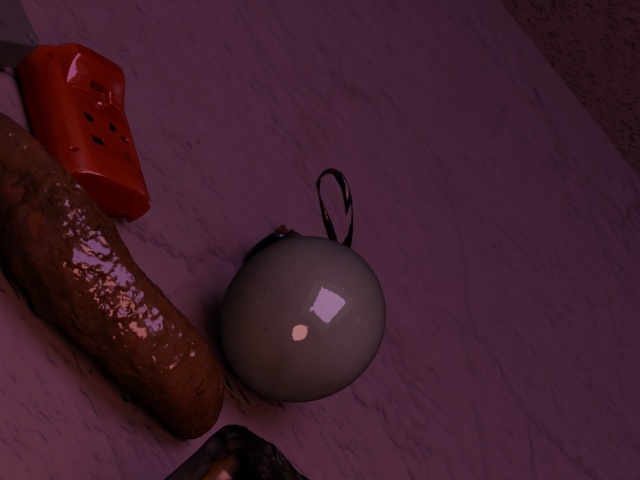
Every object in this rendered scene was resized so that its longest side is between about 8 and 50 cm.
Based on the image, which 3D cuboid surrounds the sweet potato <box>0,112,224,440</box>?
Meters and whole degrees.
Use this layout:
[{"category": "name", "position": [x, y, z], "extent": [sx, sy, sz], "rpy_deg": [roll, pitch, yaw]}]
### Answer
[{"category": "sweet potato", "position": [-0.191, 0.028, 1.365], "extent": [0.341, 0.092, 0.114], "rpy_deg": [53, -3, -9]}]

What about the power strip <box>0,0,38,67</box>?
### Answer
[{"category": "power strip", "position": [-0.312, -0.257, 1.544], "extent": [0.145, 0.061, 0.215], "rpy_deg": [3, 57, -62]}]

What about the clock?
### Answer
[{"category": "clock", "position": [-0.207, -0.099, 1.543], "extent": [0.113, 0.061, 0.155], "rpy_deg": [27, 38, -51]}]

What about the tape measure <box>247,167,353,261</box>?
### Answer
[{"category": "tape measure", "position": [0.004, 0.002, 1.701], "extent": [0.104, 0.180, 0.107], "rpy_deg": [33, 28, -11]}]

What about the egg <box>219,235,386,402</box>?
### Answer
[{"category": "egg", "position": [-0.017, 0.073, 1.572], "extent": [0.149, 0.149, 0.192], "rpy_deg": [54, 23, -5]}]

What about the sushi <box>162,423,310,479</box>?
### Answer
[{"category": "sushi", "position": [-0.038, 0.268, 1.150], "extent": [0.171, 0.211, 0.350], "rpy_deg": [37, 7, -16]}]
